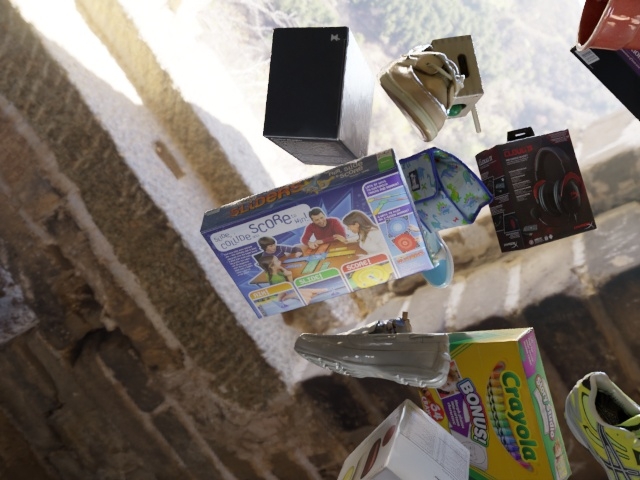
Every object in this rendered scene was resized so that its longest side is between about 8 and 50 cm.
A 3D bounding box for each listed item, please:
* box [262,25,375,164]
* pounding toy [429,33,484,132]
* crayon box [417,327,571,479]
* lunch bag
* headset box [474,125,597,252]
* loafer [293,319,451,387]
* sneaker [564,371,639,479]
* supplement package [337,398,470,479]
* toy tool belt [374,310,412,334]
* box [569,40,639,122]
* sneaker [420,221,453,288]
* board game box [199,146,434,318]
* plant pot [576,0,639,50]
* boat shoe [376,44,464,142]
[{"bbox_3d":[0.010,-0.387,1.624,0.395,0.212,0.293,16,80,-75],"label":"box"},{"bbox_3d":[0.247,-0.273,1.028,0.130,0.100,0.141,107,-27,-81],"label":"pounding toy"},{"bbox_3d":[0.406,0.411,1.406,0.106,0.313,0.363,-17,92,-43],"label":"crayon box"},{"bbox_3d":[0.209,-0.095,1.027,0.096,0.129,0.151,-45,102,-23],"label":"lunch bag"},{"bbox_3d":[0.532,-0.138,1.427,0.218,0.110,0.293,-14,87,-15],"label":"headset box"},{"bbox_3d":[0.101,0.216,1.144,0.112,0.319,0.111,57,43,-58],"label":"loafer"},{"bbox_3d":[0.613,0.425,1.094,0.384,0.145,0.147,55,-13,45],"label":"sneaker"},{"bbox_3d":[0.124,0.415,0.940,0.149,0.194,0.203,39,21,4],"label":"supplement package"},{"bbox_3d":[0.139,0.172,1.134,0.052,0.083,0.051,-90,162,-73],"label":"toy tool belt"},{"bbox_3d":[0.729,-0.423,1.293,0.261,0.103,0.184,40,75,-10],"label":"box"},{"bbox_3d":[0.298,0.021,1.749,0.208,0.127,0.319,-28,95,-60],"label":"sneaker"},{"bbox_3d":[0.000,0.000,0.580,0.035,0.201,0.136,-91,160,-51],"label":"board game box"},{"bbox_3d":[0.645,-0.452,1.020,0.272,0.265,0.272,15,90,-81],"label":"plant pot"},{"bbox_3d":[0.150,-0.229,0.824,0.109,0.098,0.302,50,19,-16],"label":"boat shoe"}]
